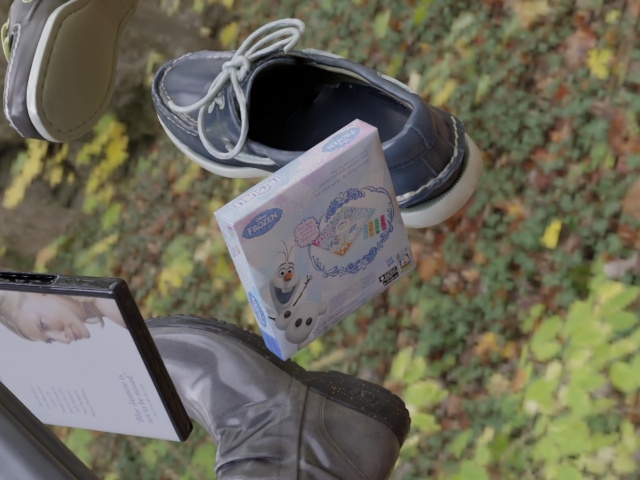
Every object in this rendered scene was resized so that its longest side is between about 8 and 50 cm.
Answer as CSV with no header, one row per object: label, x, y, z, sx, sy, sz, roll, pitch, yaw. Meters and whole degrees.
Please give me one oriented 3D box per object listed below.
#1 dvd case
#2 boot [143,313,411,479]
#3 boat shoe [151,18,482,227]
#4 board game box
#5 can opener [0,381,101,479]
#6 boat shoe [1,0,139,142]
dvd case,-0.251,0.100,1.147,0.022,0.253,0.180,-59,-39,-42
boot,-0.088,0.210,1.296,0.118,0.338,0.222,91,-161,-44
boat shoe,-0.022,-0.076,0.759,0.095,0.254,0.079,-53,-43,-10
board game box,0.000,0.000,0.637,0.020,0.090,0.090,32,149,46
can opener,-0.179,0.066,0.671,0.095,0.283,0.076,-49,-13,-2
boat shoe,-0.185,-0.147,0.911,0.227,0.069,0.081,-79,-23,-45
